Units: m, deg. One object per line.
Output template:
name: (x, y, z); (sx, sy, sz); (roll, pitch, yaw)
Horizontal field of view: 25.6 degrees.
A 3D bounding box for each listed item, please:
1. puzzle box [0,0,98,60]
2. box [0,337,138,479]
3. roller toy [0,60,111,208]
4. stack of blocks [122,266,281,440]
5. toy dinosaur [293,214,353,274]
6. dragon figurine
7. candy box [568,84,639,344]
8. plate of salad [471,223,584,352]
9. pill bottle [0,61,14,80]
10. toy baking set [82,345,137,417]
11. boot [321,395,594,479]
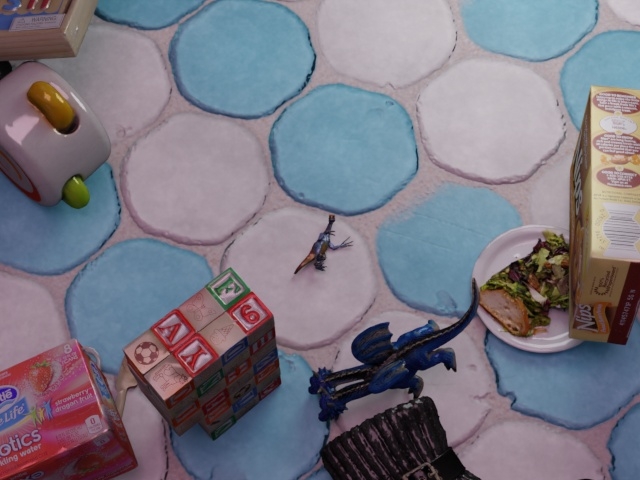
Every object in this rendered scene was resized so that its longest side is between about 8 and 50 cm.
puzzle box: (-0.521, -0.377, 2.109); (0.409, 0.052, 0.272); (-1, 50, 15)
box: (-0.417, 0.275, 1.859); (0.300, 0.142, 0.154); (-25, 60, -3)
roller toy: (-0.407, -0.162, 2.055); (0.146, 0.209, 0.191); (-44, 48, -17)
stack of blocks: (-0.147, 0.167, 1.841); (0.171, 0.297, 0.087); (-38, 72, -13)
toy dinosaur: (0.000, 0.000, 2.053); (0.090, 0.047, 0.082); (-10, 47, 9)
dragon figurine: (0.100, 0.158, 1.889); (0.144, 0.289, 0.085); (-3, 61, -41)
candy box: (0.396, -0.038, 1.934); (0.088, 0.183, 0.316); (7, 51, 3)
plate of salad: (0.315, 0.063, 2.006); (0.200, 0.048, 0.199); (-1, 65, 2)
pill bottle: (-0.566, -0.203, 2.111); (0.219, 0.123, 0.123); (-32, 68, -25)
toy baking set: (-0.361, 0.250, 1.958); (0.256, 0.030, 0.196); (-16, 66, -5)
boot: (0.198, 0.317, 1.850); (0.348, 0.131, 0.260); (-20, 66, -6)
